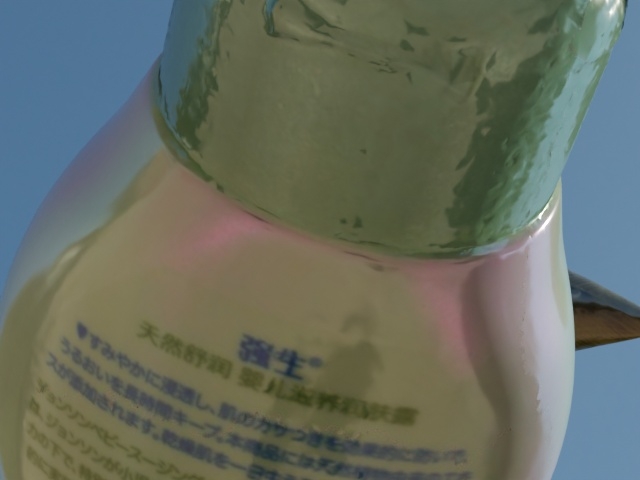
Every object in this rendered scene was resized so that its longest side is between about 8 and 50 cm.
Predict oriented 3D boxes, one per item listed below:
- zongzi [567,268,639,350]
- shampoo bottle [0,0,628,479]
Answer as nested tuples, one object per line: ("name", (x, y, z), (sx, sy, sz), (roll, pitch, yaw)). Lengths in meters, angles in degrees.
("zongzi", (0.127, 0.081, 1.248), (0.204, 0.205, 0.094), (27, -44, 10))
("shampoo bottle", (0.000, 0.000, 0.627), (0.222, 0.151, 0.349), (19, -54, 3))
